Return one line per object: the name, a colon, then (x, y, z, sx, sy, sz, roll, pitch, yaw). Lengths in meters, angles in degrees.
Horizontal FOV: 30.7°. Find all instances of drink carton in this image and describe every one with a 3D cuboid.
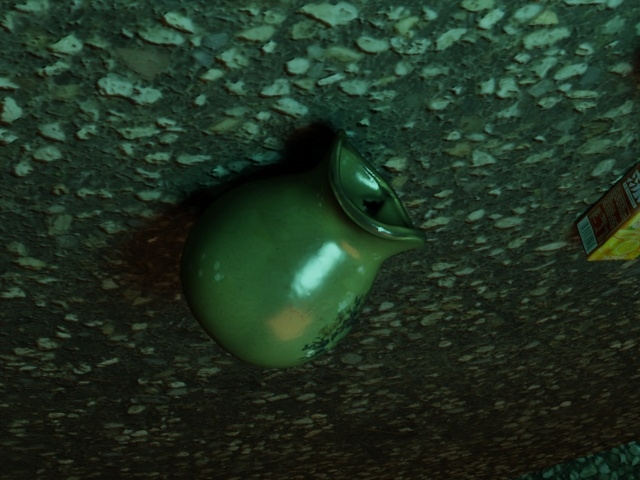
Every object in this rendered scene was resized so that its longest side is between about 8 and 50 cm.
drink carton: (0.482, -0.050, 1.742, 0.096, 0.071, 0.223, -1, 152, -21)

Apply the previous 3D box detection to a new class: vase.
vase: (0.000, 0.000, 1.509, 0.302, 0.241, 0.329, -40, 173, 23)
